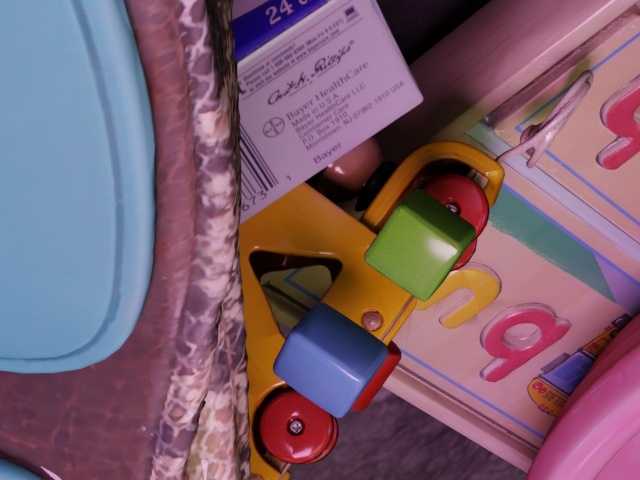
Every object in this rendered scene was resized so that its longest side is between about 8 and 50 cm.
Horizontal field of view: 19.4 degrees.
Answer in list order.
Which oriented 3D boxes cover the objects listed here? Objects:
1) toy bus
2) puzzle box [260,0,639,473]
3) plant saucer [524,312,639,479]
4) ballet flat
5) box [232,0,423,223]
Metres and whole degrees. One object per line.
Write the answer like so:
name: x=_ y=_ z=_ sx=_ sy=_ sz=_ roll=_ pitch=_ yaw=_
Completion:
toy bus: x=-0.007 y=0.009 z=0.736 sx=0.202 sy=0.104 sz=0.191 roll=-48 pitch=172 yaw=-50
puzzle box: x=0.185 y=0.023 z=0.905 sx=0.272 sy=0.052 sz=0.409 roll=-38 pitch=130 yaw=26
plant saucer: x=0.252 y=0.103 z=0.902 sx=0.332 sy=0.084 sz=0.332 roll=-5 pitch=137 yaw=-5
ballet flat: x=-0.085 y=0.012 z=0.532 sx=0.164 sy=0.182 sz=0.482 roll=8 pitch=130 yaw=13
box: x=-0.053 y=-0.075 z=0.688 sx=0.126 sy=0.137 sz=0.072 roll=-34 pitch=137 yaw=-3
